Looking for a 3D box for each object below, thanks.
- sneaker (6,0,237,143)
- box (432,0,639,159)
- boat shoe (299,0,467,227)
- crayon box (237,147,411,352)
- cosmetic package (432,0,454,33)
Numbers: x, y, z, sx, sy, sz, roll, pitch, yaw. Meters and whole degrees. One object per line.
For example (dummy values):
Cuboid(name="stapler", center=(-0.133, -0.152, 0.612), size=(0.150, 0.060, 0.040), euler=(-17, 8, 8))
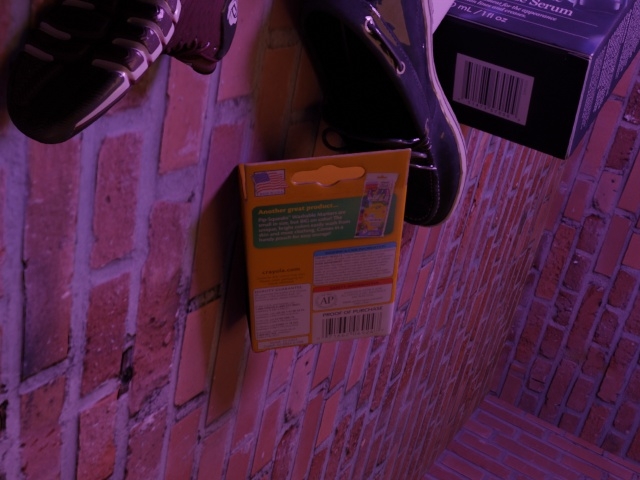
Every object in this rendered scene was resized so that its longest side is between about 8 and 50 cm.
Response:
Cuboid(name="sneaker", center=(-0.145, -0.171, 0.706), size=(0.281, 0.106, 0.162), euler=(-59, 158, -17))
Cuboid(name="box", center=(0.382, -0.373, 1.376), size=(0.395, 0.293, 0.212), euler=(-50, 152, -33))
Cuboid(name="boat shoe", center=(0.085, -0.176, 1.088), size=(0.156, 0.186, 0.500), euler=(-53, 147, -24))
Cuboid(name="crayon box", center=(0.000, 0.000, 1.043), size=(0.083, 0.203, 0.323), euler=(-106, -167, -47))
Cuboid(name="cosmetic package", center=(0.145, -0.354, 1.188), size=(0.239, 0.060, 0.099), euler=(-58, 156, -18))
